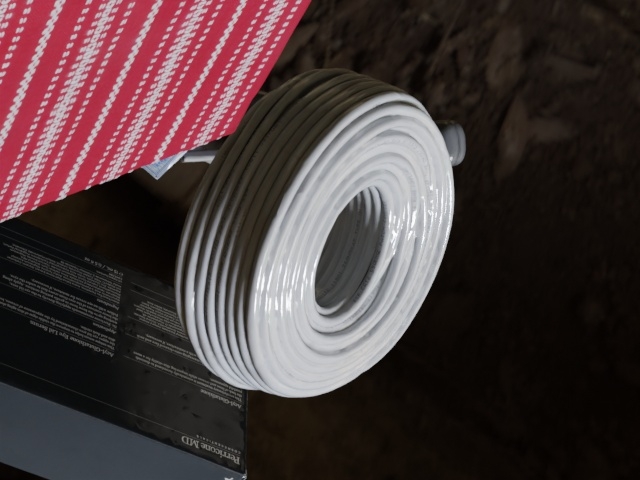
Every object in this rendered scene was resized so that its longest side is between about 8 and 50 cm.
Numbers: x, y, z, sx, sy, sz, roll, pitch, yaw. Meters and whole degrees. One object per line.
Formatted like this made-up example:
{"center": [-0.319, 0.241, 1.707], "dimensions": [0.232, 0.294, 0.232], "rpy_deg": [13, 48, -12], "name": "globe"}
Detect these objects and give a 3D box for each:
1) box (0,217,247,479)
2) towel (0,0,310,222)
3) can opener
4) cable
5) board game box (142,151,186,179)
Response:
{"center": [-0.195, 0.113, 1.448], "dimensions": [0.261, 0.184, 0.103], "rpy_deg": [25, 128, -23], "name": "box"}
{"center": [-0.107, -0.079, 0.730], "dimensions": [0.031, 0.275, 0.199], "rpy_deg": [52, 137, 16], "name": "towel"}
{"center": [-0.004, -0.109, 1.637], "dimensions": [0.283, 0.076, 0.095], "rpy_deg": [-4, 94, 14], "name": "can opener"}
{"center": [0.000, 0.000, 1.278], "dimensions": [0.089, 0.257, 0.257], "rpy_deg": [23, 146, 30], "name": "cable"}
{"center": [-0.204, -0.154, 1.572], "dimensions": [0.060, 0.194, 0.194], "rpy_deg": [-45, 56, 12], "name": "board game box"}
